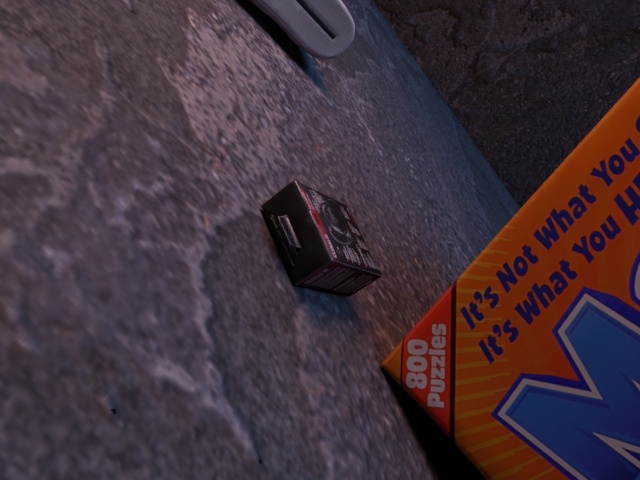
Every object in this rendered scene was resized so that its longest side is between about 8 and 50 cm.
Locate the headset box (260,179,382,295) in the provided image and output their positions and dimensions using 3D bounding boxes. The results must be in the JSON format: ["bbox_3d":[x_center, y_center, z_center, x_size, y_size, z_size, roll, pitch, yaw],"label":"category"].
[{"bbox_3d":[0.000,0.000,0.428,0.083,0.032,0.062,17,42,-59],"label":"headset box"}]

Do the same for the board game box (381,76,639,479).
[{"bbox_3d":[0.340,0.090,0.473,0.356,0.357,0.356,46,14,26],"label":"board game box"}]

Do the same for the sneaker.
[{"bbox_3d":[-0.066,-0.296,0.678,0.258,0.094,0.091,45,4,-38],"label":"sneaker"}]
